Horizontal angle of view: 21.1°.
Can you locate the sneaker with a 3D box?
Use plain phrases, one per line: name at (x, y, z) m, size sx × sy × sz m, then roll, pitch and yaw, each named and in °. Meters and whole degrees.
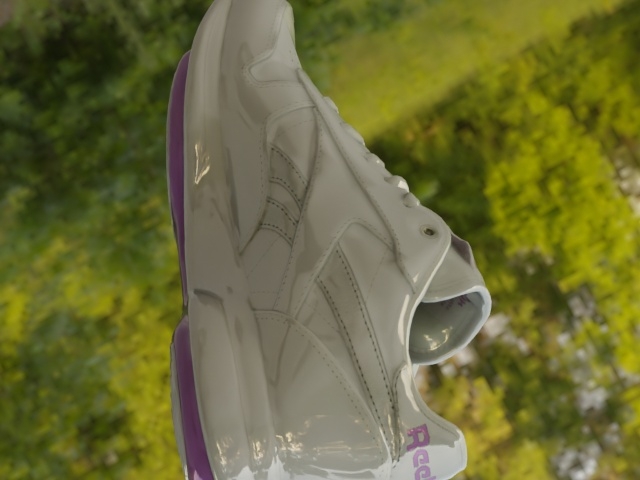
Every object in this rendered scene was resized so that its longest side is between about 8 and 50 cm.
sneaker at (0.000, 0.000, 0.843) m, size 0.152 × 0.305 × 0.114 m, roll -4°, pitch 146°, yaw -2°
